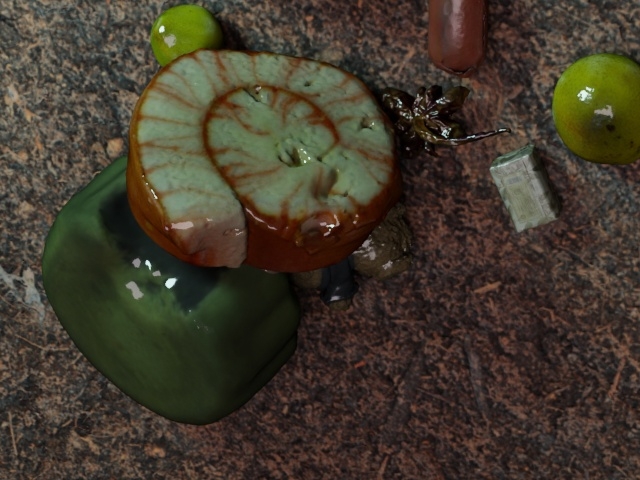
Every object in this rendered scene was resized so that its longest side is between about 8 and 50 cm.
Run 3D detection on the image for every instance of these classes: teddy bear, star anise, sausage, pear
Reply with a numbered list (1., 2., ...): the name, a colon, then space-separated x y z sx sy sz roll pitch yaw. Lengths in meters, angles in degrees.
1. teddy bear: -0.008 0.008 2.041 0.251 0.129 0.182 -5 112 19
2. star anise: 0.151 -0.144 1.960 0.190 0.070 0.097 0 101 29
3. sausage: 0.166 -0.264 1.910 0.076 0.076 0.141 8 114 13
4. pear: 0.338 -0.150 1.892 0.141 0.104 0.141 7 111 17
5. pear: -0.171 -0.257 2.000 0.092 0.097 0.092 -11 69 30

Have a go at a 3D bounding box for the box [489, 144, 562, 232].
1. box: 0.256 -0.065 1.981 0.062 0.045 0.098 -18 107 22

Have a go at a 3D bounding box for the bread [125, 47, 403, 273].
1. bread: -0.071 -0.102 1.915 0.327 0.295 0.114 -1 143 -13

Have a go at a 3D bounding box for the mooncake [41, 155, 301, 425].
1. mooncake: -0.189 0.066 2.034 0.351 0.187 0.351 28 143 23
